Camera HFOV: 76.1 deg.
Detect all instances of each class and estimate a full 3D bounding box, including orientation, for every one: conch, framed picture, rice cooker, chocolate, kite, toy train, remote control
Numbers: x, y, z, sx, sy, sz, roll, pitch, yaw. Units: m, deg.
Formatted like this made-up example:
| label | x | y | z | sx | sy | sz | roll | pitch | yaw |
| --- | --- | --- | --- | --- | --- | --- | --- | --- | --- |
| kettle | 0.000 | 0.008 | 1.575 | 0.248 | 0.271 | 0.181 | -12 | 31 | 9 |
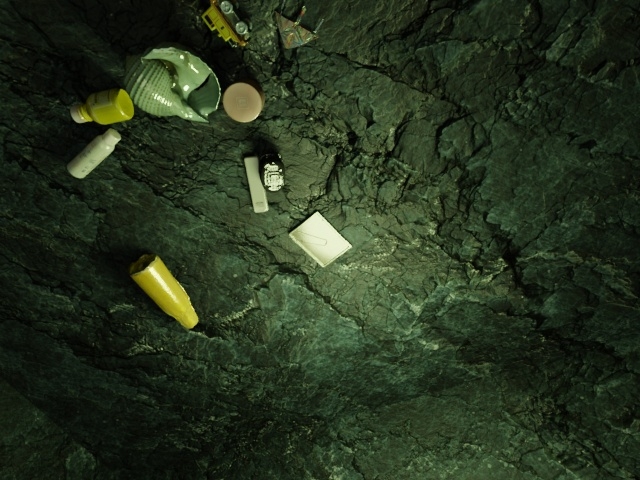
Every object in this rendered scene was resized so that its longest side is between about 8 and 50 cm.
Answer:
| label | x | y | z | sx | sy | sz | roll | pitch | yaw |
| --- | --- | --- | --- | --- | --- | --- | --- | --- | --- |
| conch | -0.540 | -0.592 | 1.507 | 0.303 | 0.215 | 0.319 | -40 | 144 | 26 |
| framed picture | 0.000 | 0.000 | 1.954 | 0.189 | 0.023 | 0.260 | -38 | 113 | 19 |
| rice cooker | -0.206 | -0.286 | 1.737 | 0.112 | 0.106 | 0.165 | -8 | 128 | -12 |
| chocolate | -0.766 | 0.268 | 2.042 | 0.162 | 0.162 | 0.445 | -19 | 123 | 10 |
| kite | -0.092 | -0.783 | 1.510 | 0.183 | 0.010 | 0.160 | 26 | 120 | -11 |
| toy train | -0.331 | -0.781 | 1.469 | 0.127 | 0.089 | 0.219 | -26 | 118 | 25 |
| remote control | -0.282 | -0.247 | 1.810 | 0.067 | 0.029 | 0.261 | -6 | 118 | 2 |

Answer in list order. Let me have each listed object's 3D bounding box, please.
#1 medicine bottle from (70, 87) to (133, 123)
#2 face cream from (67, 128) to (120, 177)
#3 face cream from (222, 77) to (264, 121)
| label | x | y | z | sx | sy | sz | roll | pitch | yaw |
| --- | --- | --- | --- | --- | --- | --- | --- | --- | --- |
| medicine bottle | -0.857 | -0.514 | 1.594 | 0.213 | 0.122 | 0.121 | -10 | 119 | 5 |
| face cream | -0.939 | -0.366 | 1.704 | 0.269 | 0.082 | 0.082 | -35 | 114 | 17 |
| face cream | -0.296 | -0.546 | 1.590 | 0.149 | 0.104 | 0.149 | 0 | 120 | 0 |
